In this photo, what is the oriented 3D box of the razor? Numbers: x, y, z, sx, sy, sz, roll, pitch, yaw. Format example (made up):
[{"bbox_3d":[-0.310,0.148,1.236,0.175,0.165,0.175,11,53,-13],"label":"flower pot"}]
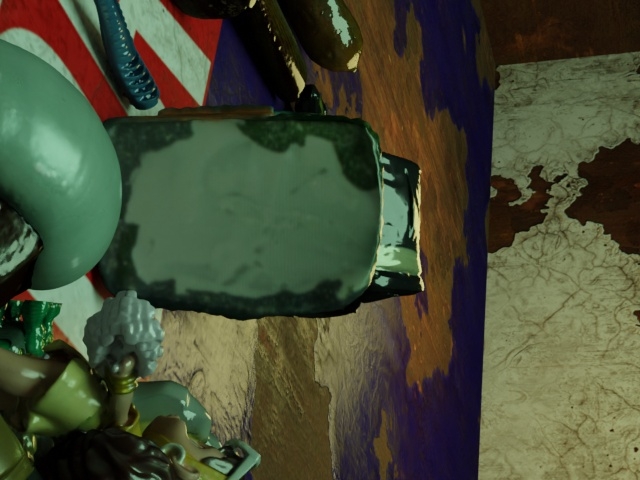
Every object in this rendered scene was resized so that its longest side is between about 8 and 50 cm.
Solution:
[{"bbox_3d":[-0.207,-0.214,1.218,0.253,0.042,0.082,68,25,-50],"label":"razor"}]

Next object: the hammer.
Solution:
[{"bbox_3d":[-0.076,-0.308,1.609,0.409,0.095,0.243,60,30,-61],"label":"hammer"}]

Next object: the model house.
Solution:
[{"bbox_3d":[-0.068,-0.046,1.328,0.301,0.271,0.190,-71,160,-79],"label":"model house"}]

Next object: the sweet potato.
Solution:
[{"bbox_3d":[-0.014,-0.368,1.825,0.097,0.097,0.292,-63,140,-60],"label":"sweet potato"}]

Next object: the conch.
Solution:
[{"bbox_3d":[-0.222,-0.065,0.955,0.121,0.185,0.221,-40,156,-25],"label":"conch"}]

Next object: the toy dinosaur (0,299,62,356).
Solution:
[{"bbox_3d":[-0.240,0.093,1.020,0.132,0.059,0.096,20,73,-81],"label":"toy dinosaur"}]

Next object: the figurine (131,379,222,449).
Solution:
[{"bbox_3d":[-0.146,0.232,1.117,0.236,0.133,0.176,-105,-178,-54],"label":"figurine"}]

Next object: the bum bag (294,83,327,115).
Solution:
[{"bbox_3d":[-0.020,-0.117,1.804,0.107,0.060,0.233,80,17,-52],"label":"bum bag"}]

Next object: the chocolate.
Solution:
[{"bbox_3d":[-0.256,0.017,0.888,0.080,0.125,0.149,-53,146,-33],"label":"chocolate"}]

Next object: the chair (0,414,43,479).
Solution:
[{"bbox_3d":[-0.257,0.192,0.748,0.247,0.158,0.172,-69,148,-53],"label":"chair"}]

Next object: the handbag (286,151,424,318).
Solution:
[{"bbox_3d":[0.000,0.000,1.512,0.181,0.254,0.181,12,75,-57],"label":"handbag"}]

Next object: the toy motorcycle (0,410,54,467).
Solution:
[{"bbox_3d":[-0.227,0.278,0.917,0.223,0.107,0.341,76,9,-61],"label":"toy motorcycle"}]

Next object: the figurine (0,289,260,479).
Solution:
[{"bbox_3d":[-0.153,0.127,0.870,0.240,0.174,0.116,46,52,-13],"label":"figurine"}]
